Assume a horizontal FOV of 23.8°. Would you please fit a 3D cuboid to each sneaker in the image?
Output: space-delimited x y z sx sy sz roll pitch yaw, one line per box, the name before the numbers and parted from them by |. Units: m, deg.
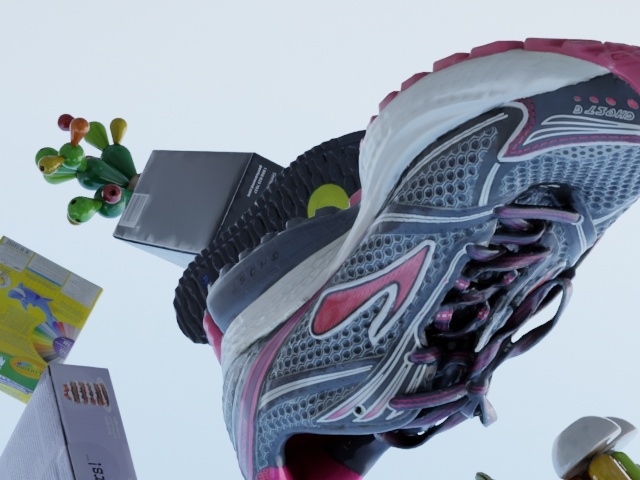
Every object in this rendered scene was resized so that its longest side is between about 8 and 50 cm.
sneaker | 0.000 0.000 0.949 0.082 0.209 0.069 8 -129 -50
sneaker | 0.057 0.021 0.648 0.121 0.299 0.112 9 -126 -30

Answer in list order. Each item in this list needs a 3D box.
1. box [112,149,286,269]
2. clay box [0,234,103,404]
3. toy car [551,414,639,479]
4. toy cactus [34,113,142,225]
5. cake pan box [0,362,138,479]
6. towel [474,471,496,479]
box | -0.053 -0.002 1.374 0.184 0.103 0.261 29 172 -24
clay box | -0.316 0.089 1.577 0.127 0.053 0.222 29 -153 -6
toy car | 0.277 0.261 1.462 0.159 0.136 0.182 50 -167 20
toy cactus | -0.227 -0.076 1.690 0.180 0.112 0.219 21 -165 -16
cake pan box | -0.232 0.285 1.348 0.070 0.246 0.267 6 -140 -29
towel | 0.170 0.283 1.327 0.027 0.148 0.110 -16 -150 -28
